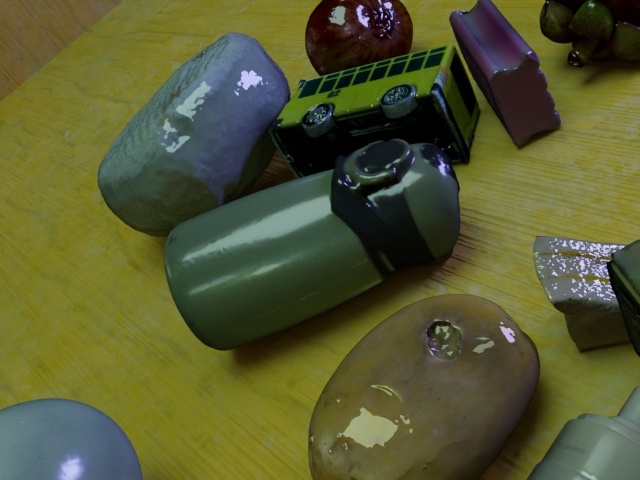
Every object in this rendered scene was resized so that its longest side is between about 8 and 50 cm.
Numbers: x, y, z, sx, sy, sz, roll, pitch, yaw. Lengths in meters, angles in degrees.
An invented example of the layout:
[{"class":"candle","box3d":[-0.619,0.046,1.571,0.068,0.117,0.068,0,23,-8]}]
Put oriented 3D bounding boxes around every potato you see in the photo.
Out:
[{"class":"potato","box3d":[0.087,0.142,0.656,0.234,0.146,0.150,-38,78,-26]}]

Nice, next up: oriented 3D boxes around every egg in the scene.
[{"class":"egg","box3d":[-0.306,0.321,0.685,0.230,0.230,0.370,1,52,40]}]

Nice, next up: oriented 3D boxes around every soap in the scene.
[{"class":"soap","box3d":[0.237,-0.225,0.977,0.066,0.122,0.203,-26,35,12]}]

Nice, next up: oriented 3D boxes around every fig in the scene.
[{"class":"fig","box3d":[0.042,-0.324,1.237,0.207,0.175,0.175,-8,41,54]}]

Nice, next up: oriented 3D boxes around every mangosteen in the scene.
[{"class":"mangosteen","box3d":[0.368,-0.310,0.948,0.200,0.200,0.199,-22,37,18]}]

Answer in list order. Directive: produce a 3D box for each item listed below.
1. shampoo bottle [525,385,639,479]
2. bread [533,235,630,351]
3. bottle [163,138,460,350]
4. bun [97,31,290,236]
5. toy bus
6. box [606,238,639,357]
[{"class":"shampoo bottle","box3d":[0.165,0.230,0.529,0.303,0.092,0.092,-48,37,-19]},{"class":"bread","box3d":[0.278,0.034,0.654,0.152,0.105,0.077,-18,45,24]},{"class":"bottle","box3d":[0.000,-0.002,0.873,0.347,0.168,0.168,-23,37,12]},{"class":"bun","box3d":[-0.178,-0.159,1.156,0.354,0.194,0.354,-37,26,22]},{"class":"toy bus","box3d":[0.076,-0.169,1.040,0.262,0.128,0.150,-6,44,33]},{"class":"box","box3d":[0.431,0.090,0.403,0.373,0.138,0.420,-30,41,11]}]
